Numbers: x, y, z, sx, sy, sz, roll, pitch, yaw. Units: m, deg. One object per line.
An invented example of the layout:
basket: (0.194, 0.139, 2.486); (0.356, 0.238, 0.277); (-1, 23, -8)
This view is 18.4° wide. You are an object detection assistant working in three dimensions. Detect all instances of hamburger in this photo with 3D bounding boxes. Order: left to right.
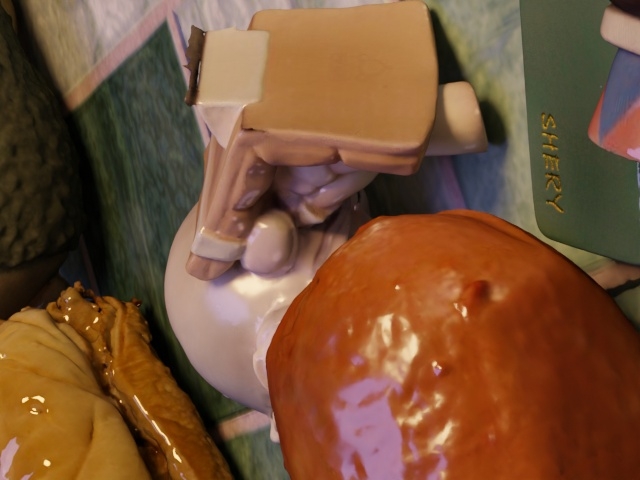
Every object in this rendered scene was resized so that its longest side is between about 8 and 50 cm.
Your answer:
hamburger: (-0.159, 0.194, 1.299); (0.318, 0.158, 0.318); (33, 129, 55)

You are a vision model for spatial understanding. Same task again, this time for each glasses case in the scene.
glasses case: (0.115, -0.086, 0.777); (0.078, 0.039, 0.184); (20, 119, 58)

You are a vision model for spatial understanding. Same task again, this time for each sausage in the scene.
sausage: (0.072, 0.114, 0.821); (0.141, 0.153, 0.268); (-22, 85, 47)

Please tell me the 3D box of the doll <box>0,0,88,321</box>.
doll: (-0.294, -0.090, 1.360); (0.247, 0.247, 0.349); (-26, 82, 62)

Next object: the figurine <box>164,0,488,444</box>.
figurine: (-0.004, 0.000, 0.966); (0.162, 0.141, 0.237); (-91, 7, -49)

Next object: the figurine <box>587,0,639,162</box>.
figurine: (0.125, -0.154, 0.598); (0.161, 0.158, 0.275); (179, 79, -72)
